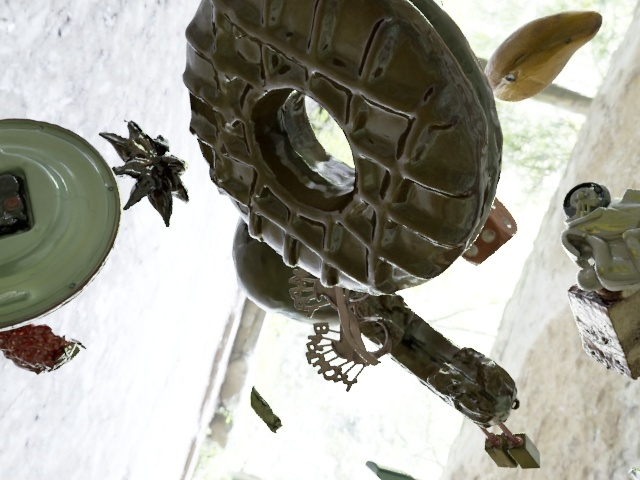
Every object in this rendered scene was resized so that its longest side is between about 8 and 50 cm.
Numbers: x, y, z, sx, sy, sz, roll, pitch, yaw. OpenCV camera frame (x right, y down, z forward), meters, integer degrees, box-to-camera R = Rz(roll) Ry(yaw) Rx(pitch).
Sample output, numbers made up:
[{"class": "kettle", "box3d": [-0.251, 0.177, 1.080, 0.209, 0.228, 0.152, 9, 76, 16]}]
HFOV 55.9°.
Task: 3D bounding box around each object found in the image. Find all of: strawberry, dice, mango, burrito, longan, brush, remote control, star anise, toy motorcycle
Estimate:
[{"class": "strawberry", "box3d": [-0.505, 0.154, 1.004, 0.087, 0.208, 0.167, -58, -178, -20]}, {"class": "dice", "box3d": [0.517, -0.037, 1.937, 0.175, 0.179, 0.174, -20, 157, -53]}, {"class": "mango", "box3d": [0.468, -0.409, 1.314, 0.295, 0.177, 0.120, 128, -53, -60]}, {"class": "burrito", "box3d": [-0.164, 0.489, 1.736, 0.055, 0.149, 0.041, -42, 171, 5]}, {"class": "longan", "box3d": [0.003, 0.021, 1.469, 0.436, 0.404, 0.403, 43, 63, -71]}, {"class": "brush", "box3d": [0.419, 0.456, 1.390, 0.233, 0.103, 0.047, 51, 41, -34]}, {"class": "remote control", "box3d": [0.165, 0.458, 1.159, 0.029, 0.162, 0.061, -70, -161, -5]}, {"class": "star anise", "box3d": [-0.372, -0.165, 1.360, 0.103, 0.272, 0.272, -25, -154, 29]}, {"class": "toy motorcycle", "box3d": [0.576, 0.008, 1.124, 0.341, 0.108, 0.222, 25, -99, 52]}]

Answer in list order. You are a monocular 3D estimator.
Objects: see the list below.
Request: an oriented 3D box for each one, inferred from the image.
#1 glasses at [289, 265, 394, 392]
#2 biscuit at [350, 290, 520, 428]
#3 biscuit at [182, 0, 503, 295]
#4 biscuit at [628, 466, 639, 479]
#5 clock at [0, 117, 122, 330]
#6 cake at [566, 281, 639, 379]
[{"class": "glasses", "box3d": [0.028, 0.150, 1.064, 0.095, 0.162, 0.255, -22, 96, -70]}, {"class": "biscuit", "box3d": [0.217, 0.225, 1.178, 0.115, 0.366, 0.268, -50, 153, -4]}, {"class": "biscuit", "box3d": [0.007, -0.094, 0.549, 0.103, 0.332, 0.332, -42, 157, -37]}, {"class": "biscuit", "box3d": [0.838, 0.567, 1.297, 0.329, 0.078, 0.334, 45, -39, 42]}, {"class": "clock", "box3d": [-0.425, -0.031, 0.792, 0.080, 0.319, 0.318, 100, 7, -65]}, {"class": "cake", "box3d": [0.750, 0.168, 1.515, 0.292, 0.196, 0.198, 61, -4, -18]}]
